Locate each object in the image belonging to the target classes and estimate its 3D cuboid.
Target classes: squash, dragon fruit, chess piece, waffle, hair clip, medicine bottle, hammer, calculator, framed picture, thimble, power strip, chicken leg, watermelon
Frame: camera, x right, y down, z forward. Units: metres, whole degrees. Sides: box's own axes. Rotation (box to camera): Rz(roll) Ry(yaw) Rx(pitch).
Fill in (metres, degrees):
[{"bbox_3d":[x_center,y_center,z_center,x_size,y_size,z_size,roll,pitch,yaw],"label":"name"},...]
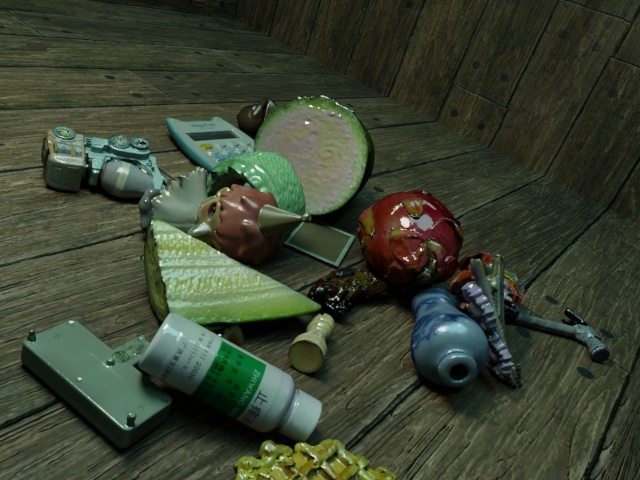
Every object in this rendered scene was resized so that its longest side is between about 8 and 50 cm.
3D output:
[{"bbox_3d":[0.004,-0.232,1.513,0.310,0.310,0.309,23,13,6],"label":"squash"},{"bbox_3d":[0.206,-0.004,1.263,0.250,0.250,0.315,26,6,10],"label":"dragon fruit"},{"bbox_3d":[-0.166,0.067,1.006,0.289,0.111,0.203,-5,69,-33],"label":"squash"},{"bbox_3d":[-0.009,0.176,0.977,0.066,0.066,0.122,24,25,7],"label":"chess piece"},{"bbox_3d":[0.005,0.360,0.673,0.291,0.051,0.291,16,29,-9],"label":"waffle"},{"bbox_3d":[0.335,0.160,1.056,0.085,0.292,0.106,-18,14,-7],"label":"hair clip"},{"bbox_3d":[-0.123,0.201,0.785,0.260,0.095,0.095,30,26,-11],"label":"medicine bottle"},{"bbox_3d":[0.467,0.185,1.292,0.427,0.044,0.152,14,28,-11],"label":"hammer"},{"bbox_3d":[-0.254,-0.244,1.571,0.386,0.054,0.256,37,32,27],"label":"calculator"},{"bbox_3d":[0.000,0.000,1.348,0.142,0.011,0.183,23,28,6],"label":"framed picture"},{"bbox_3d":[-0.147,-0.080,1.193,0.219,0.219,0.150,30,32,18],"label":"thimble"},{"bbox_3d":[-0.297,0.181,0.783,0.216,0.061,0.145,31,26,18],"label":"power strip"},{"bbox_3d":[0.055,0.103,1.146,0.105,0.063,0.234,42,33,22],"label":"chicken leg"},{"bbox_3d":[-0.162,0.178,0.881,0.135,0.125,0.094,10,55,-56],"label":"watermelon"}]

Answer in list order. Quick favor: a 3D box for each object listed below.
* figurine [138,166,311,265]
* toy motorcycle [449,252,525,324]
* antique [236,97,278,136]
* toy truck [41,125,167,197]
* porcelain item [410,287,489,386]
[{"bbox_3d":[-0.183,-0.028,1.030,0.387,0.207,0.166,11,18,33],"label":"figurine"},{"bbox_3d":[0.380,0.102,1.238,0.171,0.089,0.298,37,21,14],"label":"toy motorcycle"},{"bbox_3d":[-0.160,-0.362,1.778,0.257,0.121,0.143,36,40,14],"label":"antique"},{"bbox_3d":[-0.477,-0.157,1.222,0.257,0.108,0.140,5,45,-31],"label":"toy truck"},{"bbox_3d":[0.238,0.183,1.060,0.141,0.141,0.259,18,19,-5],"label":"porcelain item"}]
